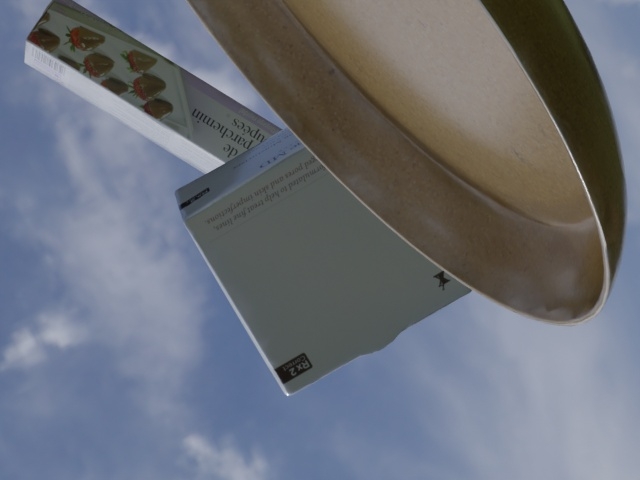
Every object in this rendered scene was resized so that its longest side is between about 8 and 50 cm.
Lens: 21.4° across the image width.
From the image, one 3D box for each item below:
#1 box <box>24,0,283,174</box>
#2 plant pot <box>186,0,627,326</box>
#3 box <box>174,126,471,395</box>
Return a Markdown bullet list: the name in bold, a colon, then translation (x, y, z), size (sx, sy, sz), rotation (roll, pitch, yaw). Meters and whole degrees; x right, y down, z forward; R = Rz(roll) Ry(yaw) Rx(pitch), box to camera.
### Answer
- **box**: translation (-0.139, -0.126, 1.663), size (0.324, 0.067, 0.063), rotation (31, -108, -1)
- **plant pot**: translation (0.011, -0.072, 0.511), size (0.236, 0.032, 0.236), rotation (46, 168, 13)
- **box**: translation (0.000, 0.000, 1.424), size (0.182, 0.181, 0.119), rotation (60, 180, -17)
